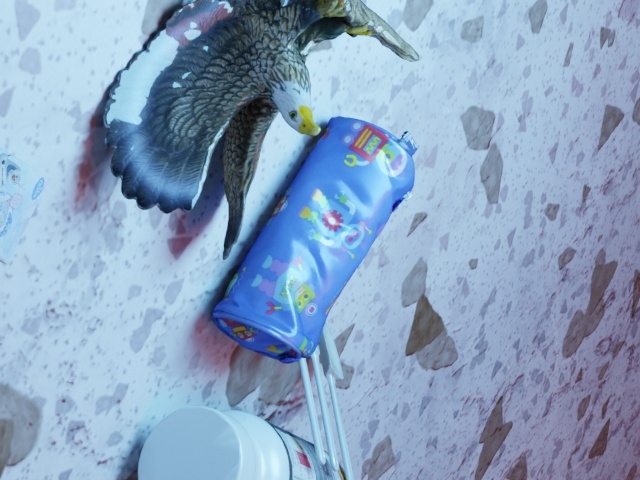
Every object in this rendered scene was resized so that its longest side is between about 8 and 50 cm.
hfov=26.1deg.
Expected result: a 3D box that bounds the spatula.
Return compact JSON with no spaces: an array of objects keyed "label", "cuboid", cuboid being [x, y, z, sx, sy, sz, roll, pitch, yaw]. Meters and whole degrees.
[{"label":"spatula","cuboid":[0.004,0.180,1.682,0.168,0.019,0.242,56,18,-57]}]

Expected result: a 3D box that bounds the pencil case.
[{"label":"pencil case","cuboid":[0.000,0.000,1.606,0.306,0.133,0.119,-58,-172,-16]}]

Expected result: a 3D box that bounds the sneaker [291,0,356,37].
[{"label":"sneaker","cuboid":[0.004,-0.252,1.554,0.057,0.047,0.119,-54,145,3]}]

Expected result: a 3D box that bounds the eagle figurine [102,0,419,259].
[{"label":"eagle figurine","cuboid":[-0.070,-0.149,1.400,0.298,0.225,0.226,-42,105,11]}]

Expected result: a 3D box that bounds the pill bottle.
[{"label":"pill bottle","cuboid":[-0.085,0.287,1.607,0.162,0.162,0.278,-64,149,-9]}]

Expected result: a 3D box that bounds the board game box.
[{"label":"board game box","cuboid":[-0.293,-0.034,1.236,0.090,0.020,0.090,38,75,-57]}]
